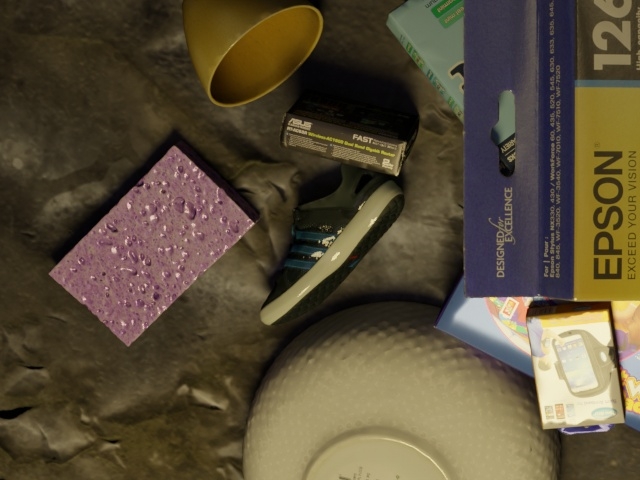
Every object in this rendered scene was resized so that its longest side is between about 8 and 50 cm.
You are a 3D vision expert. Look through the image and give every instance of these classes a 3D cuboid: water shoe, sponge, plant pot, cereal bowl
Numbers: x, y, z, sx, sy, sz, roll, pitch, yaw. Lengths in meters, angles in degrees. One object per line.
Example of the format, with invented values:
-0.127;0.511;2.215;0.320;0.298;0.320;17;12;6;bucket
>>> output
0.000;0.000;1.746;0.203;0.073;0.080;-46;73;18;water shoe
-0.174;0.005;1.796;0.117;0.031;0.210;45;112;-5;sponge
-0.078;-0.209;1.659;0.134;0.134;0.095;-46;68;22;plant pot
0.075;0.242;1.767;0.339;0.141;0.339;4;111;11;cereal bowl

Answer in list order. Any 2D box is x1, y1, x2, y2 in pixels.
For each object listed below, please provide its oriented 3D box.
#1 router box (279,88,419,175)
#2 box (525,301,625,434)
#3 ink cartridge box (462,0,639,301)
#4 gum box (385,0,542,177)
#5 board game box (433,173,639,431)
0.029;-0.106;1.679;0.122;0.092;0.038;14;111;8;router box
0.247;0.128;1.663;0.081;0.028;0.136;-7;106;15;box
0.284;-0.097;1.543;0.307;0.072;0.303;-1;92;-11;ink cartridge box
0.178;-0.178;1.594;0.157;0.041;0.184;-37;85;-7;gum box
0.319;0.056;1.679;0.347;0.078;0.233;27;113;2;board game box
